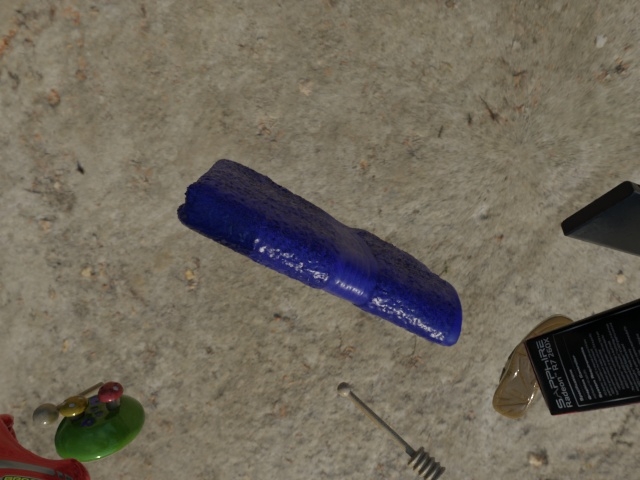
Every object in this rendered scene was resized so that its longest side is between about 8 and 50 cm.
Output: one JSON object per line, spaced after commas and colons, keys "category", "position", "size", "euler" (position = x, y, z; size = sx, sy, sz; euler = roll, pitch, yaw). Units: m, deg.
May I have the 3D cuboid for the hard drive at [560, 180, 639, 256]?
{"category": "hard drive", "position": [0.370, -0.022, 0.597], "size": [0.094, 0.135, 0.022], "euler": [131, 144, -50]}

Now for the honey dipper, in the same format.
{"category": "honey dipper", "position": [0.084, 0.234, 0.630], "size": [0.161, 0.030, 0.030], "euler": [41, 111, 19]}

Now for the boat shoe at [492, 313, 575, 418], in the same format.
{"category": "boat shoe", "position": [0.282, 0.160, 0.678], "size": [0.063, 0.059, 0.170], "euler": [29, 117, 10]}

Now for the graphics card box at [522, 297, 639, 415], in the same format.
{"category": "graphics card box", "position": [0.398, 0.071, 0.439], "size": [0.371, 0.233, 0.094], "euler": [130, 134, -56]}

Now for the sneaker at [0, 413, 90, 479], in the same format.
{"category": "sneaker", "position": [-0.326, 0.192, 0.433], "size": [0.279, 0.118, 0.107], "euler": [18, 115, 11]}

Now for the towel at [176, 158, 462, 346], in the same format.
{"category": "towel", "position": [0.000, 0.000, 0.577], "size": [0.308, 0.227, 0.076], "euler": [26, 95, -13]}

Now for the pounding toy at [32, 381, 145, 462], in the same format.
{"category": "pounding toy", "position": [-0.495, 0.354, 1.084], "size": [0.237, 0.183, 0.110], "euler": [13, 118, 36]}
